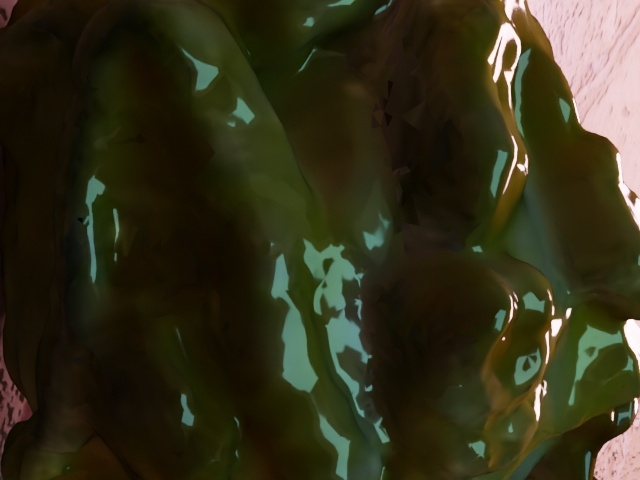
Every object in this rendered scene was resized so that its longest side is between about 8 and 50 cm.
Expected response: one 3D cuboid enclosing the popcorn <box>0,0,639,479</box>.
[{"bbox_3d":[-0.001,0.004,0.788,0.312,0.312,0.312,-32,130,-49],"label":"popcorn"}]
